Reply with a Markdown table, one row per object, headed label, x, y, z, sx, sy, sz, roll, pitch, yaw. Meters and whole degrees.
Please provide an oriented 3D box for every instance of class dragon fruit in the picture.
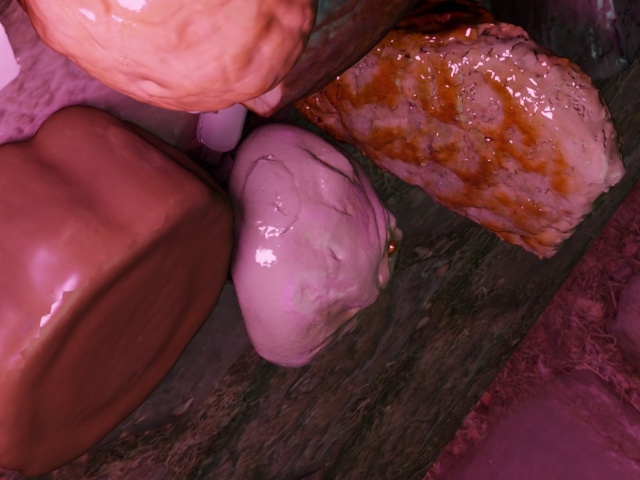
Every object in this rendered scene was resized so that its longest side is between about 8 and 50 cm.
| label | x | y | z | sx | sy | sz | roll | pitch | yaw |
| --- | --- | --- | --- | --- | --- | --- | --- | --- | --- |
| dragon fruit | 0.309 | -0.352 | 2.388 | 0.283 | 0.204 | 0.221 | -65 | 143 | -41 |

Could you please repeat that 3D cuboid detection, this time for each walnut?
| label | x | y | z | sx | sy | sz | roll | pitch | yaw |
| --- | --- | --- | --- | --- | --- | --- | --- | --- | --- |
| walnut | -0.127 | -0.253 | 1.494 | 0.252 | 0.277 | 0.313 | -46 | 135 | 8 |

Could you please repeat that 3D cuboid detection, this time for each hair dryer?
| label | x | y | z | sx | sy | sz | roll | pitch | yaw |
| --- | --- | --- | --- | --- | --- | --- | --- | --- | --- |
| hair dryer | -0.106 | -0.154 | 2.039 | 0.173 | 0.107 | 0.357 | -36 | 164 | -24 |

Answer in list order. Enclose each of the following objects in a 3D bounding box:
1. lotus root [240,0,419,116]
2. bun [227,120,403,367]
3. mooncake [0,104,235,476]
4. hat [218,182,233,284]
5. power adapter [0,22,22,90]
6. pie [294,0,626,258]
| label | x | y | z | sx | sy | sz | roll | pitch | yaw |
| --- | --- | --- | --- | --- | --- | --- | --- | --- | --- |
| lotus root | 0.005 | -0.298 | 1.784 | 0.346 | 0.250 | 0.250 | -47 | 161 | -17 |
| bun | 0.000 | 0.000 | 2.202 | 0.187 | 0.293 | 0.293 | -7 | 163 | 10 |
| mooncake | -0.265 | 0.044 | 1.925 | 0.378 | 0.201 | 0.378 | -46 | 162 | -20 |
| hat | -0.174 | 0.007 | 2.254 | 0.173 | 0.144 | 0.166 | -3 | 159 | 3 |
| power adapter | -0.375 | -0.116 | 1.378 | 0.255 | 0.187 | 0.124 | -44 | 159 | -15 |
| pie | 0.153 | -0.135 | 2.125 | 0.180 | 0.418 | 0.395 | -49 | 163 | -16 |
